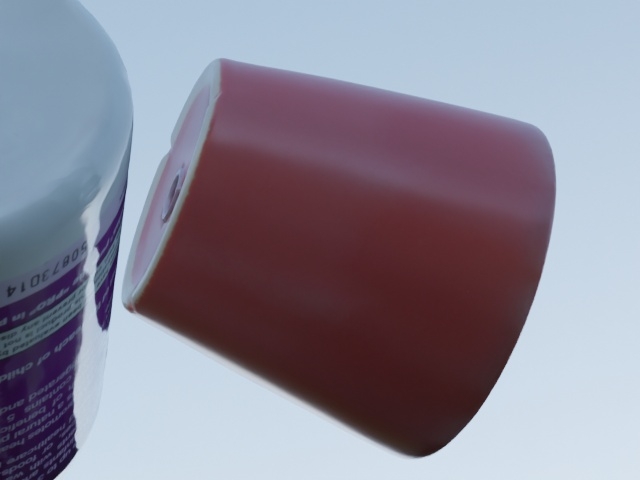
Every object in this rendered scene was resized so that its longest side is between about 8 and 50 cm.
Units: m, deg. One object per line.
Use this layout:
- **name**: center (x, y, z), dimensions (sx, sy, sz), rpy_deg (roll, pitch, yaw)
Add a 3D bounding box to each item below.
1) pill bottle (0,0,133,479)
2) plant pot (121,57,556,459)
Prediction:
- **pill bottle**: center (-0.178, 0.031, 0.619), dimensions (0.169, 0.169, 0.301), rpy_deg (17, -40, 0)
- **plant pot**: center (0.000, 0.000, 1.018), dimensions (0.243, 0.275, 0.275), rpy_deg (20, -39, -14)
